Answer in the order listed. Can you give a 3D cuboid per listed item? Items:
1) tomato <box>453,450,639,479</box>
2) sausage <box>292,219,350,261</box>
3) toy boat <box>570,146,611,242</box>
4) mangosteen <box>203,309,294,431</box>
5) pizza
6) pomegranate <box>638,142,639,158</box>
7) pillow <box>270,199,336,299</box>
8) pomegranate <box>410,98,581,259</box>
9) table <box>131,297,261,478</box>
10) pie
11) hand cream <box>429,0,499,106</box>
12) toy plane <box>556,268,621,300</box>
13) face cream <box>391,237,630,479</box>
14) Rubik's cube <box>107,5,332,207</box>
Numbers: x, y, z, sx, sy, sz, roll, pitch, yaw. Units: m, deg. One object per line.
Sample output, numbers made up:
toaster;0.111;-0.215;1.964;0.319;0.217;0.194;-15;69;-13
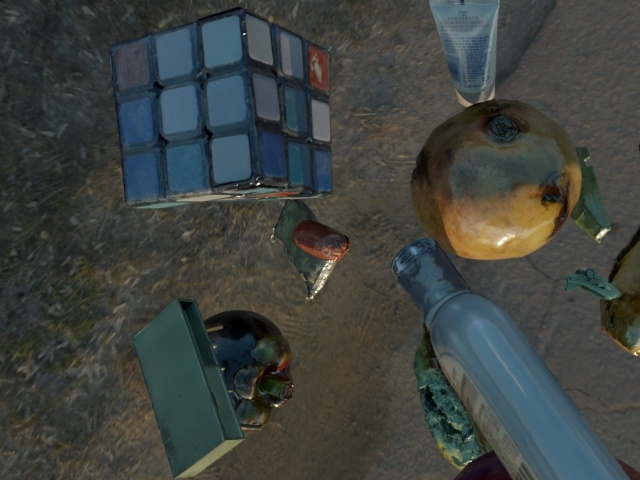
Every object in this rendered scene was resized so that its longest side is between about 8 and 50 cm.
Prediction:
tomato;0.301;0.343;0.859;0.290;0.335;0.176;-22;110;-24
sausage;0.000;0.000;1.458;0.076;0.141;0.076;-26;128;-40
toy boat;0.597;-0.116;1.581;0.055;0.293;0.093;15;133;-7
mangosteen;-0.168;0.302;1.570;0.275;0.302;0.275;-9;103;-42
pizza;0.535;0.033;1.015;0.392;0.435;0.080;-41;85;-20
pomegranate;0.489;-0.118;0.757;0.252;0.270;0.229;50;54;-41
pillow;-0.035;0.008;1.642;0.059;0.255;0.169;6;127;-36
pomegranate;0.330;-0.112;1.302;0.322;0.322;0.322;-1;98;-6
table;-0.185;0.225;1.075;0.121;0.111;0.240;-40;58;25
pie;0.277;0.311;1.366;0.103;0.288;0.354;-26;90;18
hand cream;0.295;-0.383;1.387;0.133;0.248;0.083;6;56;21
toy plane;0.349;0.056;0.888;0.083;0.080;0.033;13;82;-9
face cream;0.152;0.119;0.593;0.071;0.291;0.144;-28;144;-5
Rubik's cube;-0.197;-0.253;1.489;0.363;0.359;0.362;-6;92;29
